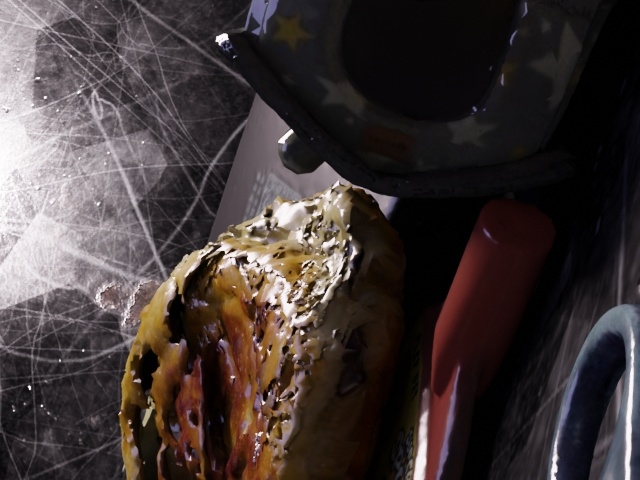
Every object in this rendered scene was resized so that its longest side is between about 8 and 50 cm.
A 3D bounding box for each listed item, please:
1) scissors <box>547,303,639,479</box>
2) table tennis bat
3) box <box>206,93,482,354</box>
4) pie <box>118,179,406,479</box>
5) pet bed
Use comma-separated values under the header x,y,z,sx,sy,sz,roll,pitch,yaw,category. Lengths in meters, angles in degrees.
x,y,z,sx,sy,sz,roll,pitch,yaw,category
0.089,0.130,0.441,0.256,0.029,0.383,115,173,-53,scissors
0.056,0.106,0.898,0.200,0.038,0.310,-83,8,-51,table tennis bat
0.000,0.000,1.158,0.289,0.073,0.290,39,113,62,box
-0.044,0.112,1.024,0.308,0.085,0.308,-15,72,60,pie
0.041,-0.095,0.887,0.211,0.183,0.159,-101,31,-81,pet bed
